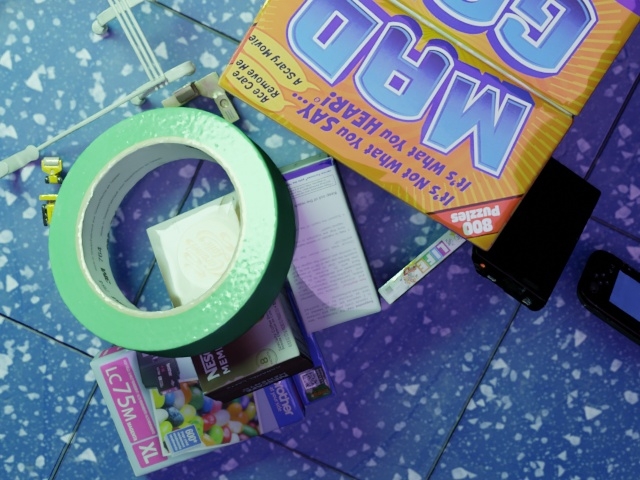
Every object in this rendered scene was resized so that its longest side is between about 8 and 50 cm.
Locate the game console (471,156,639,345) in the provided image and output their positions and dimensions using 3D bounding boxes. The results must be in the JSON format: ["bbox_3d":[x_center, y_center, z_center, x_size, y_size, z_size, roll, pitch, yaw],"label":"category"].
[{"bbox_3d":[0.377,0.039,1.490,0.361,0.044,0.213,35,59,-2],"label":"game console"}]

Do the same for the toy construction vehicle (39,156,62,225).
[{"bbox_3d":[-0.351,-0.072,1.546,0.086,0.035,0.098,-3,104,5],"label":"toy construction vehicle"}]

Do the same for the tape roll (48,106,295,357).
[{"bbox_3d":[-0.194,-0.010,1.429,0.321,0.077,0.321,-4,77,17],"label":"tape roll"}]

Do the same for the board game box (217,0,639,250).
[{"bbox_3d":[0.130,-0.253,1.351,0.356,0.356,0.356,31,98,-5],"label":"board game box"}]

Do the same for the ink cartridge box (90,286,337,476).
[{"bbox_3d":[-0.150,0.201,1.577,0.311,0.065,0.186,-20,99,1],"label":"ink cartridge box"}]

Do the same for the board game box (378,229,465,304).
[{"bbox_3d":[0.150,0.028,1.524,0.154,0.103,0.026,-41,84,6],"label":"board game box"}]

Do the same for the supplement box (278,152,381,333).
[{"bbox_3d":[0.000,0.000,1.516,0.114,0.111,0.220,-19,99,4],"label":"supplement box"}]

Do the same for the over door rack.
[{"bbox_3d":[-0.351,-0.264,1.485,0.324,0.108,0.239,-25,99,18],"label":"over door rack"}]

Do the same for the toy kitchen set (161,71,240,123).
[{"bbox_3d":[-0.165,-0.180,1.508,0.083,0.068,0.075,-29,98,5],"label":"toy kitchen set"}]

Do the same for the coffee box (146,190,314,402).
[{"bbox_3d":[-0.122,0.078,1.486,0.141,0.098,0.246,-22,71,4],"label":"coffee box"}]
